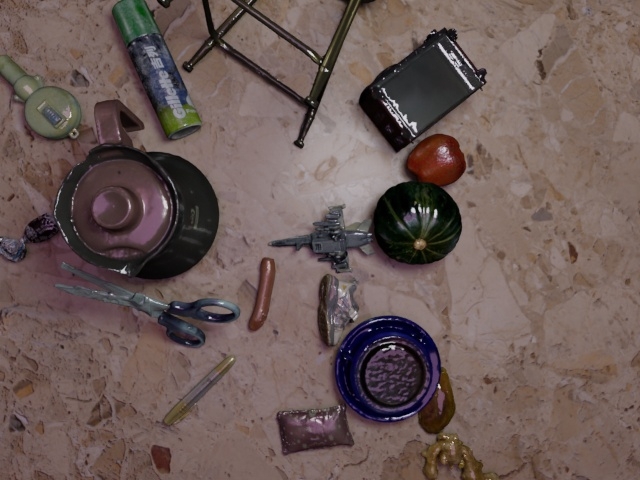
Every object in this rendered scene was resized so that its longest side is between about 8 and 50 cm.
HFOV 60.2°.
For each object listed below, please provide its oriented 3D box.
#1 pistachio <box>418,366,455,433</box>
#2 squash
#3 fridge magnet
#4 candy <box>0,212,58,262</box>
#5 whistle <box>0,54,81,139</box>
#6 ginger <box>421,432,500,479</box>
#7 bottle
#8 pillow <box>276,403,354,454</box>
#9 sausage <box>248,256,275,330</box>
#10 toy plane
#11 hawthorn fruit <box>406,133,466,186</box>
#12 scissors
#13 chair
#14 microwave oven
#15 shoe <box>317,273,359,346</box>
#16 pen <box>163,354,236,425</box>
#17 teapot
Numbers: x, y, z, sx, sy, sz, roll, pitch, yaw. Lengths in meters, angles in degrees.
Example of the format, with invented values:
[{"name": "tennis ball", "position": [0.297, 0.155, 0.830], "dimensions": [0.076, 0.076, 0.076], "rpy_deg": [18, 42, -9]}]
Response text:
[{"name": "pistachio", "position": [0.302, 0.410, 1.400], "dimensions": [0.090, 0.049, 0.172], "rpy_deg": [7, 90, -4]}, {"name": "squash", "position": [0.229, -0.042, 1.322], "dimensions": [0.218, 0.218, 0.172], "rpy_deg": [8, 53, -4]}, {"name": "fridge magnet", "position": [0.168, 0.317, 1.358], "dimensions": [0.266, 0.112, 0.265], "rpy_deg": [0, 91, -3]}, {"name": "candy", "position": [-0.683, -0.030, 1.330], "dimensions": [0.226, 0.051, 0.094], "rpy_deg": [-31, 90, -3]}, {"name": "whistle", "position": [-0.675, -0.340, 1.320], "dimensions": [0.126, 0.067, 0.258], "rpy_deg": [-45, 91, -3]}, {"name": "ginger", "position": [0.358, 0.572, 1.404], "dimensions": [0.193, 0.052, 0.176], "rpy_deg": [-9, 97, -3]}, {"name": "bottle", "position": [-0.393, -0.410, 1.324], "dimensions": [0.093, 0.093, 0.330], "rpy_deg": [-25, 92, -3]}, {"name": "pillow", "position": [-0.012, 0.474, 1.383], "dimensions": [0.185, 0.043, 0.118], "rpy_deg": [-9, 93, -4]}, {"name": "sausage", "position": [-0.143, 0.134, 1.373], "dimensions": [0.043, 0.043, 0.186], "rpy_deg": [11, 90, -4]}, {"name": "toy plane", "position": [0.000, 0.005, 1.359], "dimensions": [0.262, 0.088, 0.192], "rpy_deg": [-9, 119, 0]}, {"name": "hawthorn fruit", "position": [0.285, -0.193, 1.360], "dimensions": [0.138, 0.133, 0.132], "rpy_deg": [-24, 92, 13]}, {"name": "scissors", "position": [-0.388, 0.139, 1.219], "dimensions": [0.384, 0.256, 0.029], "rpy_deg": [27, 48, -27]}, {"name": "chair", "position": [-0.063, -0.505, 1.227], "dimensions": [0.362, 0.364, 0.410], "rpy_deg": [34, 83, -3]}, {"name": "microwave oven", "position": [0.234, -0.360, 1.326], "dimensions": [0.247, 0.178, 0.188], "rpy_deg": [-37, 95, -3]}, {"name": "shoe", "position": [0.047, 0.172, 1.369], "dimensions": [0.092, 0.089, 0.180], "rpy_deg": [1, 93, -16]}, {"name": "pen", "position": [-0.295, 0.374, 1.370], "dimensions": [0.233, 0.032, 0.040], "rpy_deg": [-43, 116, -3]}, {"name": "teapot", "position": [-0.393, -0.096, 1.192], "dimensions": [0.306, 0.362, 0.375], "rpy_deg": [-10, 90, -4]}]
